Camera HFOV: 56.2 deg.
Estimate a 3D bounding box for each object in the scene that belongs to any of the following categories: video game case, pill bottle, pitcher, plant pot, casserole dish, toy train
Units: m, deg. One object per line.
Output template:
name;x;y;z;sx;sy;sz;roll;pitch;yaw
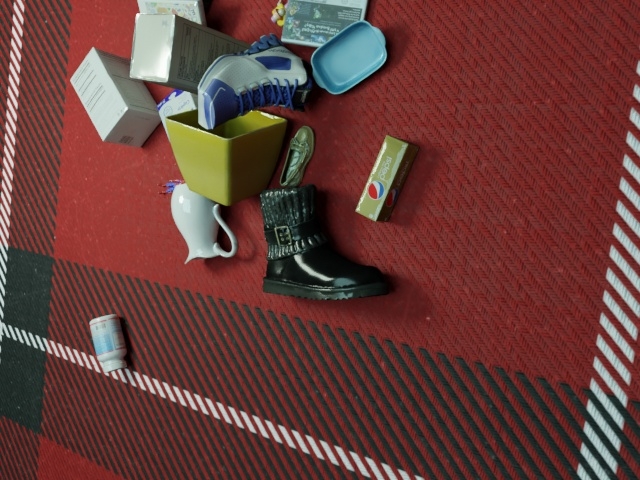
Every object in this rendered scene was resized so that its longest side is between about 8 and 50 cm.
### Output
video game case;0.014;-0.532;1.381;0.190;0.022;0.173;13;97;14
pill bottle;-0.628;0.307;1.786;0.087;0.087;0.160;-22;79;30
pitcher;-0.296;-0.051;1.557;0.177;0.125;0.207;-6;97;29
plant pot;-0.227;-0.208;1.463;0.212;0.212;0.187;23;124;30
casserole dish;0.067;-0.413;1.351;0.188;0.037;0.114;-28;101;28
video game case;-0.385;-0.539;1.606;0.226;0.026;0.207;15;127;31
toy train;-0.068;-0.572;1.447;0.166;0.046;0.125;41;111;26

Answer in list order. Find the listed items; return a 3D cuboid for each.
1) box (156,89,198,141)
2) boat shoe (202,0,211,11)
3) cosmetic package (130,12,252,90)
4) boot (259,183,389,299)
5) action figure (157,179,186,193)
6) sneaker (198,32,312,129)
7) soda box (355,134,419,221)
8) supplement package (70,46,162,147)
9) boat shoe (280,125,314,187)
box;-0.358;-0.336;1.618;0.126;0.072;0.137;-31;75;29
boat shoe;-0.328;-0.761;1.568;0.119;0.122;0.324;31;106;31
cosmetic package;-0.297;-0.431;1.445;0.129;0.296;0.153;14;97;30
boot;-0.003;0.000;1.363;0.347;0.131;0.260;3;92;33
action figure;-0.410;-0.151;1.680;0.115;0.030;0.038;-5;83;30
sneaker;-0.123;-0.354;1.367;0.182;0.315;0.128;30;143;17
soda box;0.146;-0.133;1.308;0.058;0.061;0.182;29;105;29
supplement package;-0.584;-0.408;1.721;0.134;0.139;0.244;-42;68;24
boat shoe;-0.059;-0.202;1.444;0.056;0.048;0.153;29;105;29
